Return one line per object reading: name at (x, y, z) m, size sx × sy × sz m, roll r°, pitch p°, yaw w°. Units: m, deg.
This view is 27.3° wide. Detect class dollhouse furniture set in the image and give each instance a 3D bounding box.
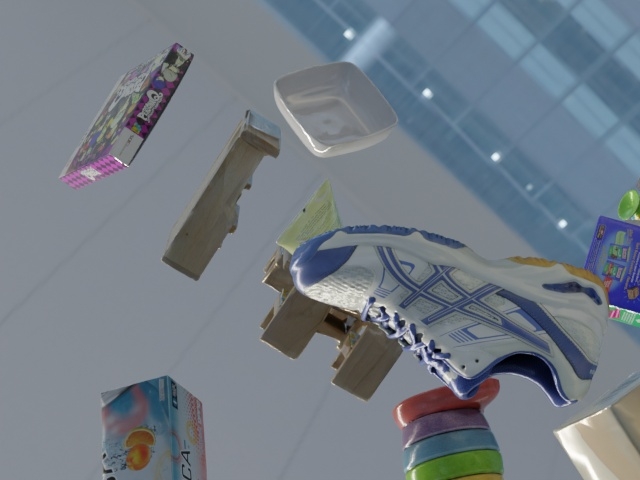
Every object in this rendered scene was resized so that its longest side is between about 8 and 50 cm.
dollhouse furniture set at (-0.021, 0.006, 2.159) m, size 0.394 × 0.256 × 0.362 m, roll 31°, pitch -166°, yaw -10°

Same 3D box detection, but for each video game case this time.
video game case at (-0.301, -0.187, 2.026) m, size 0.042 × 0.232 × 0.210 m, roll 36°, pitch -112°, yaw -21°

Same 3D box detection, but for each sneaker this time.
sneaker at (0.112, 0.072, 1.196) m, size 0.296 × 0.112 × 0.131 m, roll 10°, pitch -110°, yaw 4°

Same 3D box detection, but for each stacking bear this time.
stacking bear at (0.218, 0.380, 2.016) m, size 0.164 × 0.175 × 0.289 m, roll -8°, pitch -113°, yaw -11°

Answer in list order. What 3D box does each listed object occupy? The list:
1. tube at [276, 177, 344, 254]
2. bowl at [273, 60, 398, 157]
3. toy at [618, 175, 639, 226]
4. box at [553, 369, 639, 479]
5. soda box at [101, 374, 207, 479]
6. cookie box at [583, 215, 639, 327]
tube at (0.000, 0.000, 1.560) m, size 0.240 × 0.062 × 0.070 m, roll 60°, pitch -154°, yaw -71°
bowl at (0.016, -0.169, 1.768) m, size 0.142 × 0.053 × 0.142 m, roll -17°, pitch -124°, yaw -31°
toy at (0.498, -0.012, 1.784) m, size 0.237 × 0.136 × 0.056 m, roll 21°, pitch 176°, yaw -27°
box at (0.410, 0.291, 1.423) m, size 0.148 × 0.121 × 0.311 m, roll -30°, pitch -97°, yaw -30°
soda box at (-0.117, 0.195, 0.947) m, size 0.063 × 0.058 × 0.183 m, roll 51°, pitch -154°, yaw -55°
cookie box at (0.315, 0.036, 1.308) m, size 0.107 × 0.040 × 0.091 m, roll 17°, pitch -109°, yaw 11°
